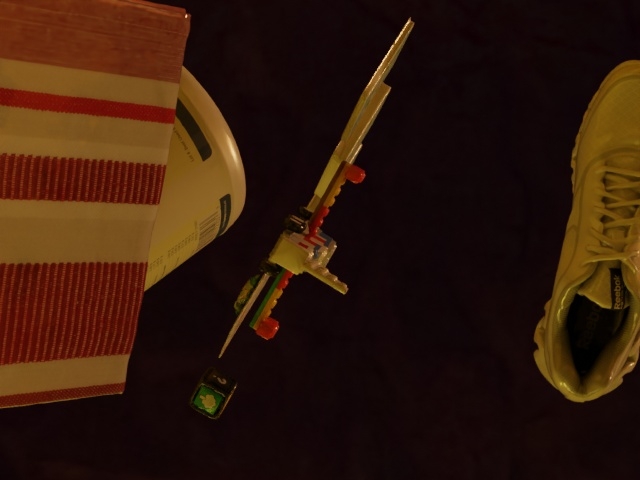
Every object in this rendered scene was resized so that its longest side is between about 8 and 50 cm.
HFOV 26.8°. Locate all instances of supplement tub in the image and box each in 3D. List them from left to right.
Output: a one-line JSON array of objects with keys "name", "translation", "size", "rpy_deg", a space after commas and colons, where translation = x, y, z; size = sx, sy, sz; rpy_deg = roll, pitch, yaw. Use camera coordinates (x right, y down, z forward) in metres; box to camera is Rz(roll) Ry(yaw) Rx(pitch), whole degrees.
[{"name": "supplement tub", "translation": [-0.260, -0.029, 1.308], "size": [0.325, 0.235, 0.235], "rpy_deg": [-38, -63, -28]}]

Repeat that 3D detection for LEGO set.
[{"name": "LEGO set", "translation": [0.000, 0.000, 0.842], "size": [0.060, 0.182, 0.244], "rpy_deg": [30, -125, 2]}]

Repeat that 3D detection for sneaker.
[{"name": "sneaker", "translation": [0.245, -0.003, 1.108], "size": [0.118, 0.110, 0.292], "rpy_deg": [-20, -60, -75]}]

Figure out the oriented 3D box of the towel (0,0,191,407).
[{"name": "towel", "translation": [-0.214, -0.032, 1.038], "size": [0.237, 0.037, 0.329], "rpy_deg": [1, -77, -52]}]
